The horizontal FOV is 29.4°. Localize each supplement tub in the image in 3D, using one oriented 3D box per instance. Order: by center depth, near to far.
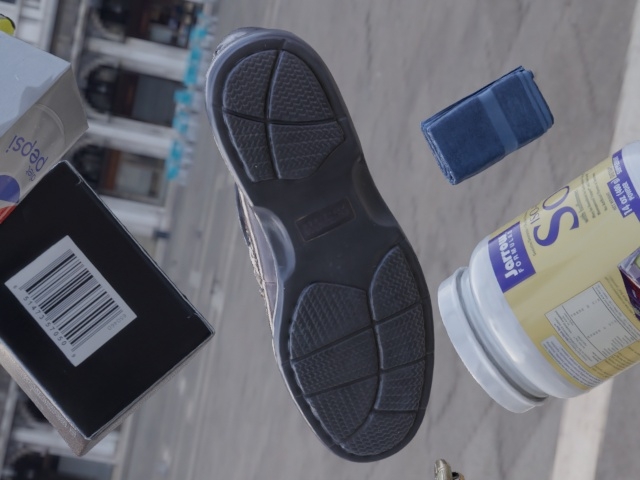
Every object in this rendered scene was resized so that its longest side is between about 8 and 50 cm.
[{"bbox_3d":[0.340,0.052,1.543,0.331,0.241,0.241,-35,29,23],"label":"supplement tub"}]

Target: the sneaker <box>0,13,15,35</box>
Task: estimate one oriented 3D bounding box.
[{"bbox_3d":[-0.481,-0.226,1.543,0.081,0.208,0.094,148,101,-80],"label":"sneaker"}]

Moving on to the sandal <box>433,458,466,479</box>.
[{"bbox_3d":[0.198,0.377,1.816,0.180,0.049,0.072,76,-174,-54],"label":"sandal"}]

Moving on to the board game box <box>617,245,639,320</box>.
[{"bbox_3d":[0.351,-0.008,1.033,0.208,0.056,0.347,-47,-19,5],"label":"board game box"}]

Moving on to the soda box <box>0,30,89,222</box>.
[{"bbox_3d":[-0.326,-0.049,1.036,0.286,0.098,0.091,-54,-20,-29],"label":"soda box"}]

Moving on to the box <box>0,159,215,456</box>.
[{"bbox_3d":[-0.335,0.110,1.656,0.212,0.293,0.395,-41,-1,-18],"label":"box"}]

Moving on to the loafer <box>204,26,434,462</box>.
[{"bbox_3d":[0.000,0.000,0.805,0.095,0.109,0.302,-121,12,-68],"label":"loafer"}]

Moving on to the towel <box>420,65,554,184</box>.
[{"bbox_3d":[0.152,-0.104,1.107,0.067,0.119,0.029,63,163,-11],"label":"towel"}]
